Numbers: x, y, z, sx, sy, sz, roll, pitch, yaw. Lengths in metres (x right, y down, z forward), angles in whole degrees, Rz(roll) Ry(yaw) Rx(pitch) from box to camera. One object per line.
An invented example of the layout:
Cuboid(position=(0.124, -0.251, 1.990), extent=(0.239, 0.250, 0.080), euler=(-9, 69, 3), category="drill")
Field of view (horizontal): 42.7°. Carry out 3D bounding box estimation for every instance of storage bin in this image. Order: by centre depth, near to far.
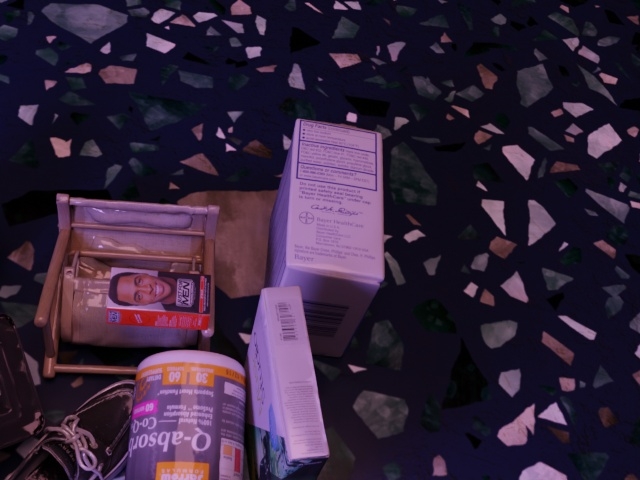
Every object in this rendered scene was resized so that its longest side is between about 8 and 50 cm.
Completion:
Cuboid(position=(-0.475, 0.204, 1.143), extent=(0.122, 0.084, 0.180), euler=(-17, 86, -34), category="storage bin")

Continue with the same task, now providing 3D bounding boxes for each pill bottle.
Cuboid(position=(-0.187, 0.306, 1.138), extent=(0.162, 0.162, 0.278), euler=(5, 62, -10), category="pill bottle")

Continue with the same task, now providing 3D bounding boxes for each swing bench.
Cuboid(position=(-0.293, 0.073, 1.281), extent=(0.253, 0.165, 0.255), euler=(4, 51, -10), category="swing bench")

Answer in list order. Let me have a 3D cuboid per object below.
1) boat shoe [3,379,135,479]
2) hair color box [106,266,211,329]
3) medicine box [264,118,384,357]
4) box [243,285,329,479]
Cuboid(position=(-0.351, 0.302, 1.142), extent=(0.113, 0.105, 0.306), euler=(40, 57, 14), category="boat shoe")
Cuboid(position=(-0.227, 0.082, 1.155), extent=(0.141, 0.043, 0.072), euler=(4, 52, -11), category="hair color box")
Cuboid(position=(0.000, 0.000, 1.334), extent=(0.149, 0.263, 0.289), euler=(9, 55, -8), category="medicine box")
Cuboid(position=(-0.060, 0.241, 1.122), extent=(0.058, 0.322, 0.232), euler=(-3, 57, -13), category="box")
